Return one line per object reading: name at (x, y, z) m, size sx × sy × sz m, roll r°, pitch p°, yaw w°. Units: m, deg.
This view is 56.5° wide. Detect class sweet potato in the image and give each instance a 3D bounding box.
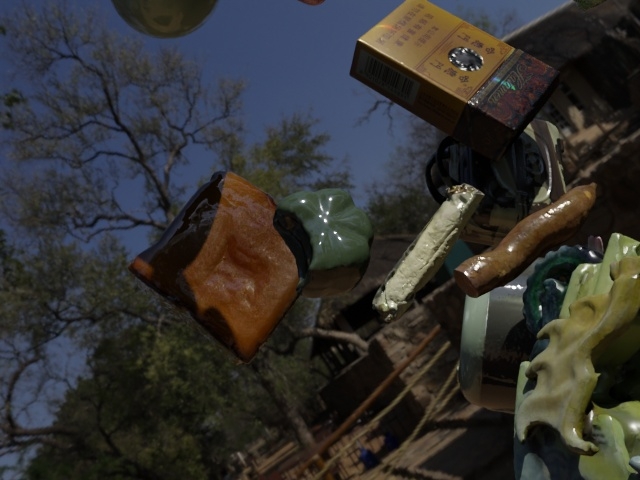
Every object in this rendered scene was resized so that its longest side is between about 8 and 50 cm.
sweet potato at (0.309, -0.009, 0.834) m, size 0.281 × 0.059 × 0.067 m, roll -32°, pitch -27°, yaw -12°

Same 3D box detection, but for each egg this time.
egg at (-0.316, -0.531, 1.210) m, size 0.230 × 0.230 × 0.371 m, roll -39°, pitch 27°, yaw 23°

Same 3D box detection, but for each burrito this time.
burrito at (0.123, 0.013, 0.679) m, size 0.185 × 0.045 × 0.041 m, roll -53°, pitch -34°, yaw 3°

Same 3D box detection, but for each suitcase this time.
suitcase at (0.433, -0.156, 1.505) m, size 0.339 × 0.352 × 0.194 m, roll 9°, pitch -28°, yaw -7°

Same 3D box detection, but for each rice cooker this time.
rice cooker at (0.382, 0.164, 1.012) m, size 0.276 × 0.289 × 0.288 m, roll 6°, pitch -1°, yaw 17°

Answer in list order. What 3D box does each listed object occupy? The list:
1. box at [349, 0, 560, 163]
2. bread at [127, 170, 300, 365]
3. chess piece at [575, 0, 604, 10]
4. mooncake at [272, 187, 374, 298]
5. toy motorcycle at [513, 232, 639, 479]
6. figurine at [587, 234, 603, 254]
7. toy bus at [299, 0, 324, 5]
box at (0.312, -0.384, 1.384) m, size 0.264 × 0.415 × 0.116 m, roll -46°, pitch -17°, yaw -32°
bread at (-0.193, 0.053, 1.303) m, size 0.333 × 0.323 × 0.143 m, roll -54°, pitch -1°, yaw -24°
chess piece at (0.466, -0.570, 1.079) m, size 0.139 × 0.272 × 0.139 m, roll -37°, pitch 13°, yaw 10°
mooncake at (0.000, 0.000, 0.922) m, size 0.168 × 0.175 × 0.104 m, roll -47°, pitch -15°, yaw -28°
toy motorcycle at (0.304, 0.180, 0.608) m, size 0.168 × 0.410 × 0.237 m, roll 18°, pitch -27°, yaw -25°
figurine at (0.630, 0.172, 1.177) m, size 0.284 × 0.206 × 0.316 m, roll 68°, pitch -146°, yaw -45°
toy bus at (-0.007, -0.627, 1.315) m, size 0.090 × 0.063 × 0.203 m, roll 8°, pitch -77°, yaw -40°
